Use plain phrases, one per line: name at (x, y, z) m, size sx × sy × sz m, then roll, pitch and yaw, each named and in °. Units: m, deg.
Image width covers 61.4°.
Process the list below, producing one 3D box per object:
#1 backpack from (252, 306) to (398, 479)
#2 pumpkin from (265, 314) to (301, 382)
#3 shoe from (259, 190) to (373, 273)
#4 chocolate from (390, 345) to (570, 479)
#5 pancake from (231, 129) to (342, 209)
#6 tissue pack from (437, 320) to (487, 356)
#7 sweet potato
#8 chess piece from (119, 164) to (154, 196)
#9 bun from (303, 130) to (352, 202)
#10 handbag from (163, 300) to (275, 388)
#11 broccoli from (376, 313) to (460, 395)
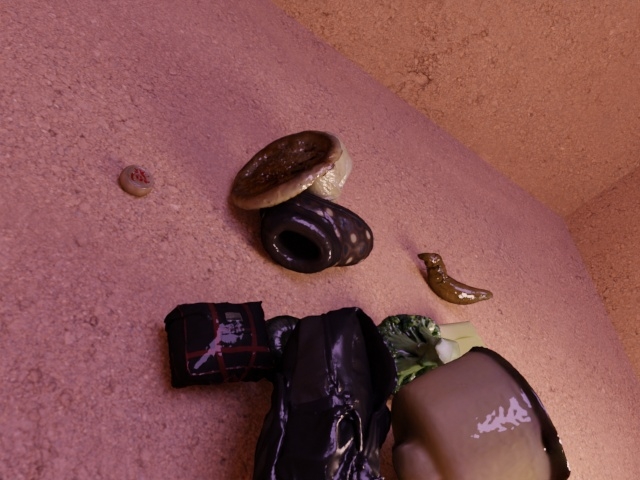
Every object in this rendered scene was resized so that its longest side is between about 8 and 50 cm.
backpack at (0.018, 0.345, 1.050) m, size 0.255 × 0.363 × 0.445 m, roll 4°, pitch 58°, yaw 3°
pumpkin at (-0.080, 0.256, 1.261) m, size 0.167 × 0.125 × 0.167 m, roll 38°, pitch 34°, yaw -32°
shoe at (0.000, 0.000, 1.561) m, size 0.384 × 0.171 × 0.237 m, roll 27°, pitch 32°, yaw -24°
chocolate at (0.281, 0.410, 1.105) m, size 0.326 × 0.297 × 0.314 m, roll 77°, pitch -10°, yaw -52°
pancake at (-0.096, -0.210, 1.541) m, size 0.356 × 0.356 × 0.065 m, roll -80°, pitch 152°, yaw -50°
tissue pack at (0.410, 0.348, 1.691) m, size 0.234 × 0.125 × 0.159 m, roll 5°, pitch 52°, yaw -46°
sweet potato at (0.465, 0.153, 1.953) m, size 0.310 × 0.124 × 0.098 m, roll 37°, pitch 22°, yaw 1°
chess piece at (-0.458, -0.149, 1.344) m, size 0.084 × 0.038 × 0.083 m, roll 30°, pitch 36°, yaw -24°
bun at (0.013, -0.218, 1.744) m, size 0.160 × 0.259 × 0.259 m, roll 16°, pitch 43°, yaw -19°
handbag at (-0.209, 0.218, 1.128) m, size 0.215 × 0.155 × 0.169 m, roll 3°, pitch 59°, yaw -35°
broccoli at (0.256, 0.317, 1.450) m, size 0.270 × 0.270 × 0.269 m, roll 9°, pitch 71°, yaw -27°
